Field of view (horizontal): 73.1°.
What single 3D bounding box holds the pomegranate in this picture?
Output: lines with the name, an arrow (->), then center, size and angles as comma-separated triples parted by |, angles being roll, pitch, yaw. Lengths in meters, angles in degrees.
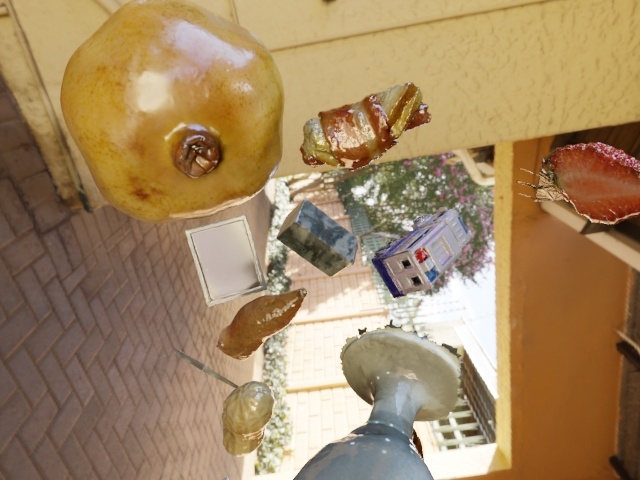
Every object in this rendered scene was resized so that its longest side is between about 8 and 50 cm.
pomegranate -> -0.255, -0.221, 0.812 | 0.416, 0.416, 0.417 | -10, 90, -87

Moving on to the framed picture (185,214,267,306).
framed picture -> -0.295, 0.063, 1.362 | 0.014, 0.197, 0.252 | -161, -125, -78

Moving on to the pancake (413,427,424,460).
pancake -> 0.242, 0.616, 1.223 | 0.257, 0.056, 0.212 | 25, 73, -46

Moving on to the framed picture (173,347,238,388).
framed picture -> -0.359, 0.398, 1.342 | 0.150, 0.203, 0.015 | 45, 65, -35

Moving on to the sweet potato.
sweet potato -> -0.164, 0.221, 1.257 | 0.131, 0.336, 0.131 | 36, 27, -22

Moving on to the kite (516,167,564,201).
kite -> 0.671, -0.153, 1.304 | 0.010, 0.160, 0.183 | -58, 150, -10

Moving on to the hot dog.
hot dog -> 0.068, -0.169, 0.684 | 0.146, 0.213, 0.103 | -26, 99, -73

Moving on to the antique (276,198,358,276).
antique -> 0.000, 0.000, 1.020 | 0.183, 0.086, 0.088 | 37, 44, -16

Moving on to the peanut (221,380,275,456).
peanut -> -0.197, 0.471, 1.129 | 0.130, 0.130, 0.290 | -96, -162, -49

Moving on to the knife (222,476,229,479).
knife -> -0.166, 0.500, 0.830 | 0.162, 0.023, 0.044 | -12, -82, 64

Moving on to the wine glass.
wine glass -> 0.053, 0.269, 0.453 | 0.357, 0.190, 0.190 | -56, 143, -48

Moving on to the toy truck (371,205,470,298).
toy truck -> 0.263, 0.018, 1.050 | 0.155, 0.268, 0.124 | -23, -80, 53

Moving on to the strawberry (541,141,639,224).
strawberry -> 0.543, -0.117, 0.799 | 0.236, 0.106, 0.175 | 49, -11, 47
